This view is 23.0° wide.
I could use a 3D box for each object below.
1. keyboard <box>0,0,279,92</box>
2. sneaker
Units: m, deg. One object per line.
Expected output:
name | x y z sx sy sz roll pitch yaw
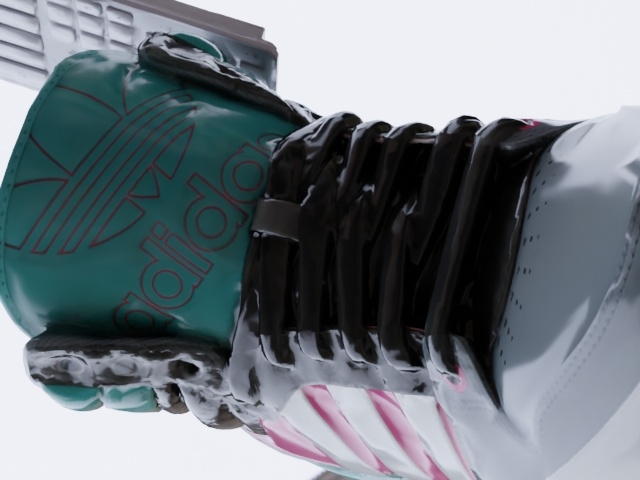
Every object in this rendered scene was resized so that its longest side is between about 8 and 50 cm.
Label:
keyboard | -0.136 -0.085 0.555 0.256 0.072 0.014 18 -123 6
sneaker | 0.000 0.000 0.443 0.178 0.295 0.123 22 -108 -9
